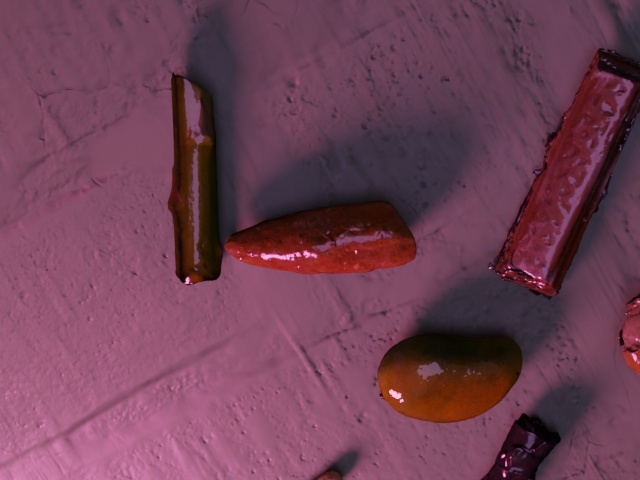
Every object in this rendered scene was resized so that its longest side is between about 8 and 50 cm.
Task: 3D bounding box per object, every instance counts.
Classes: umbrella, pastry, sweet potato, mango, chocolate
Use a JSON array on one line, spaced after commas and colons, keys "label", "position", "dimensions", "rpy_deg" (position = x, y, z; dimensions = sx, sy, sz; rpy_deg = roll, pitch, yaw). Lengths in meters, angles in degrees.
[{"label": "umbrella", "position": [0.241, 0.346, 1.404], "dimensions": [0.066, 0.059, 0.235], "rpy_deg": [36, 106, 18]}, {"label": "pastry", "position": [0.466, 0.123, 1.325], "dimensions": [0.153, 0.081, 0.153], "rpy_deg": [-1, 105, -6]}, {"label": "sweet potato", "position": [0.000, 0.000, 1.333], "dimensions": [0.252, 0.097, 0.097], "rpy_deg": [-4, 102, 10]}, {"label": "mango", "position": [0.171, 0.185, 1.357], "dimensions": [0.191, 0.085, 0.122], "rpy_deg": [2, 99, 5]}, {"label": "chocolate", "position": [0.324, -0.078, 1.299], "dimensions": [0.102, 0.065, 0.329], "rpy_deg": [22, 105, -1]}]

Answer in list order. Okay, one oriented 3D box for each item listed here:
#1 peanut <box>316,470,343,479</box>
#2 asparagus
[{"label": "peanut", "position": [-0.003, 0.353, 1.431], "dimensions": [0.083, 0.037, 0.037], "rpy_deg": [-36, 98, 13]}, {"label": "asparagus", "position": [-0.164, -0.081, 1.339], "dimensions": [0.067, 0.060, 0.277], "rpy_deg": [7, 104, 23]}]
